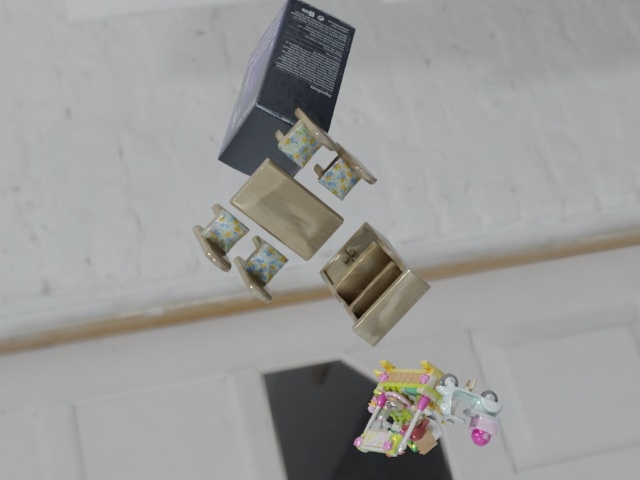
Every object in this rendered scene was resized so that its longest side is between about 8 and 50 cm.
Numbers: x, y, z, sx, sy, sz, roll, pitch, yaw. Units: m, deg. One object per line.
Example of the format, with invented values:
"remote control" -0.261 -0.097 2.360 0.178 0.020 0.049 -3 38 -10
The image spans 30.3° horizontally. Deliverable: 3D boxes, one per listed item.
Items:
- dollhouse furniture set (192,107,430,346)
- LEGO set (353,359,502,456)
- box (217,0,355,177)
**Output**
"dollhouse furniture set" 0.000 0.000 1.505 0.242 0.212 0.161 38 -171 -30
"LEGO set" 0.099 0.220 1.373 0.107 0.132 0.287 -62 2 -20
"box" -0.047 -0.203 1.642 0.153 0.108 0.207 -47 24 53
